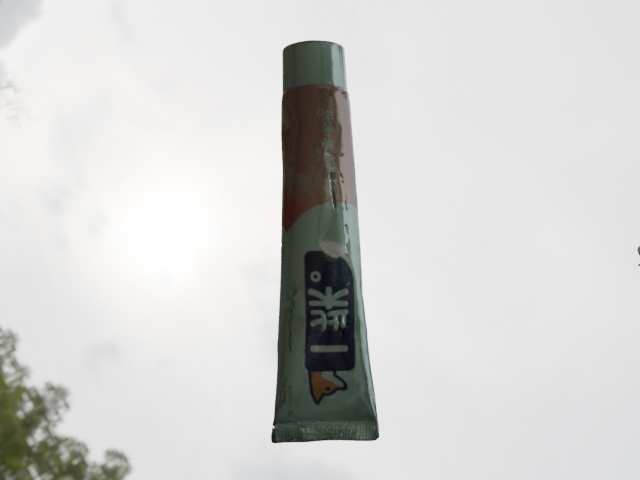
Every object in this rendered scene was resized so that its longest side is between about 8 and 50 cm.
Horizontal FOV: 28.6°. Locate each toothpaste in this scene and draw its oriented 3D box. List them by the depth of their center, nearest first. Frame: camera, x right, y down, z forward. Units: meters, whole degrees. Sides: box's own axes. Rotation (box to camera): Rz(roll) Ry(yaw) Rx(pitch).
[{"bbox_3d":[0.000,0.000,0.646,0.036,0.056,0.205,144,-54,-72],"label":"toothpaste"}]

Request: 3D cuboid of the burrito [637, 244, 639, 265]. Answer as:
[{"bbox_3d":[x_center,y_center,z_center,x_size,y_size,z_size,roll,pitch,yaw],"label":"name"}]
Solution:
[{"bbox_3d":[0.325,-0.063,1.081,0.064,0.203,0.064,21,-23,9],"label":"burrito"}]
